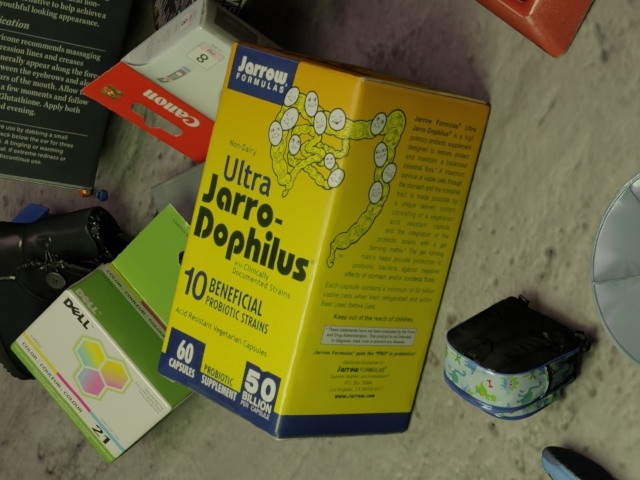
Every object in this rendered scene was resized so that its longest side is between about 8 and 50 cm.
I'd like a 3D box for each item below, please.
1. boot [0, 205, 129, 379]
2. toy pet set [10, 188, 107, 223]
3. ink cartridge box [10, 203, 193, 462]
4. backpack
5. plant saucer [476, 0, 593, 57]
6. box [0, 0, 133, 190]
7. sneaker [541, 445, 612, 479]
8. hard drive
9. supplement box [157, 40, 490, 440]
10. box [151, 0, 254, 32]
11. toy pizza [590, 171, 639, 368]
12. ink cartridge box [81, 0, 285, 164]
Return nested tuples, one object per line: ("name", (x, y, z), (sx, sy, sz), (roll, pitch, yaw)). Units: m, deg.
("boot", (-0.323, 0.072, 1.886), (0.207, 0.094, 0.247), (-3, 122, 21))
("toy pet set", (-0.346, -0.018, 1.948), (0.114, 0.065, 0.122), (17, 98, 44))
("ink cartridge box", (-0.211, 0.108, 1.735), (0.189, 0.097, 0.255), (49, 124, 1))
("backpack", (0.173, 0.117, 1.397), (0.105, 0.114, 0.084), (32, 129, 39))
("plant saucer", (0.190, -0.350, 1.445), (0.259, 0.047, 0.258), (43, 120, 33))
("box", (-0.387, -0.293, 1.867), (0.293, 0.212, 0.396), (25, 104, 58))
("sneaker", (0.245, 0.245, 1.361), (0.144, 0.053, 0.059), (48, 121, 37))
("hard drive", (-0.137, -0.040, 1.763), (0.135, 0.022, 0.094), (-22, 85, 41))
("supplement box", (0.000, 0.000, 1.519), (0.194, 0.195, 0.357), (21, 101, 43))
("box", (-0.130, -0.324, 1.675), (0.270, 0.060, 0.216), (126, 141, -57))
("toy pizza", (0.326, 0.026, 1.313), (0.201, 0.032, 0.201), (-3, 86, 45))
("ink cartridge box", (-0.130, -0.154, 1.665), (0.232, 0.189, 0.066), (-32, 40, 36))
